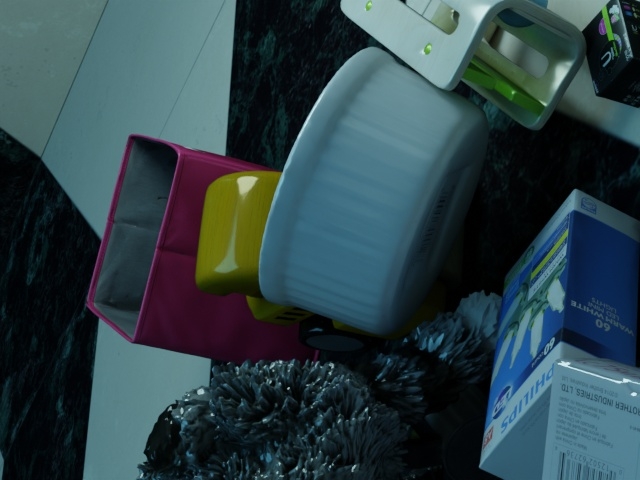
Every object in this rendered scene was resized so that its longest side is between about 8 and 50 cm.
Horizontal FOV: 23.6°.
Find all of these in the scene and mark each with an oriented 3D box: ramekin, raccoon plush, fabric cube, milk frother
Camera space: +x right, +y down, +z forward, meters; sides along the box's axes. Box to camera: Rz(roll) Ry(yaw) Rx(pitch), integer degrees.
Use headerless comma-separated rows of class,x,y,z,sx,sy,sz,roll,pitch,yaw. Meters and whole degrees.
ramekin,0.060,-0.040,1.525,0.277,0.135,0.277,-58,-17,-30
raccoon plush,0.034,0.233,1.358,0.446,0.216,0.299,-37,45,0
fabric cube,-0.136,0.016,2.056,0.254,0.258,0.259,23,99,67
milk frother,0.131,0.217,1.580,0.143,0.129,0.135,65,173,-28

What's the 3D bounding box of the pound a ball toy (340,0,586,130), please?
pound a ball toy,0.169,-0.230,1.594,0.136,0.208,0.319,-61,31,14

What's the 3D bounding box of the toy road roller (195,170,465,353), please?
toy road roller,0.000,0.000,1.777,0.329,0.240,0.202,-31,51,59

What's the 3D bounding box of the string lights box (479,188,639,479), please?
string lights box,0.216,0.088,1.356,0.133,0.077,0.259,-57,10,37

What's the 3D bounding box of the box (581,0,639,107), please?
box,0.292,-0.181,1.457,0.062,0.052,0.083,-51,36,45

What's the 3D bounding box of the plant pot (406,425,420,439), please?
plant pot,0.089,0.185,1.703,0.083,0.083,0.079,-37,59,56

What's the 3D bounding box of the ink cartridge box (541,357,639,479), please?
ink cartridge box,0.223,0.250,1.075,0.186,0.065,0.311,14,97,61
